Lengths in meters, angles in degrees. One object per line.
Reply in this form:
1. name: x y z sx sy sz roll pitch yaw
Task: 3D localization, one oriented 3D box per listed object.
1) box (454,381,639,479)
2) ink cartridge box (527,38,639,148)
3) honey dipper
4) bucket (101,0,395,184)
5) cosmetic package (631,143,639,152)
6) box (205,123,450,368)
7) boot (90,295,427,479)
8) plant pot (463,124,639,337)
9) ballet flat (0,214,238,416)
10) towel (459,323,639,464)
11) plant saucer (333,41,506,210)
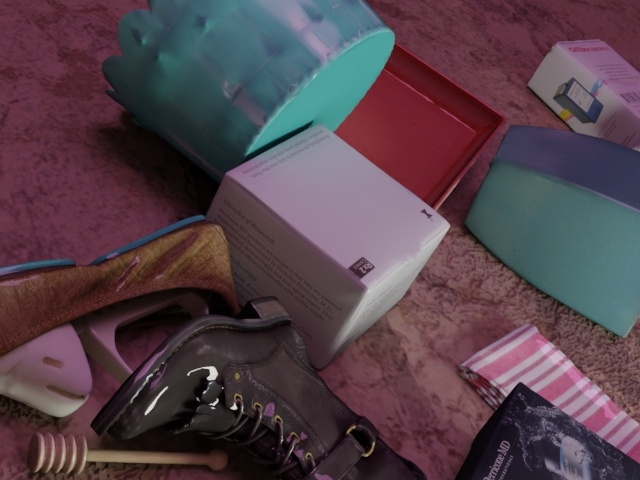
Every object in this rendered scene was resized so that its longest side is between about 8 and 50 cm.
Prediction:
1. box: 0.198 0.236 0.903 0.158 0.093 0.156 34 36 8
2. ink cartridge box: 0.460 -0.221 1.633 0.154 0.093 0.212 -13 55 -44
3. honey dipper: -0.144 0.168 0.800 0.161 0.030 0.030 8 41 -29
4. bucket: -0.068 -0.190 1.080 0.183 0.281 0.281 46 38 8
5. cosmetic package: 0.566 -0.109 1.550 0.231 0.085 0.117 -11 78 -44
6. box: 0.000 0.000 1.025 0.182 0.119 0.181 39 36 12
7. boot: -0.030 0.164 0.813 0.229 0.091 0.263 51 33 11
8. plant pot: 0.307 -0.032 1.250 0.234 0.165 0.165 25 35 7
9. ballet flat: -0.191 0.071 0.839 0.342 0.116 0.124 -17 76 -50
10. towel: 0.253 0.172 1.070 0.197 0.029 0.144 45 38 20
11. plant saucer: 0.077 -0.155 1.300 0.258 0.047 0.259 36 46 7
